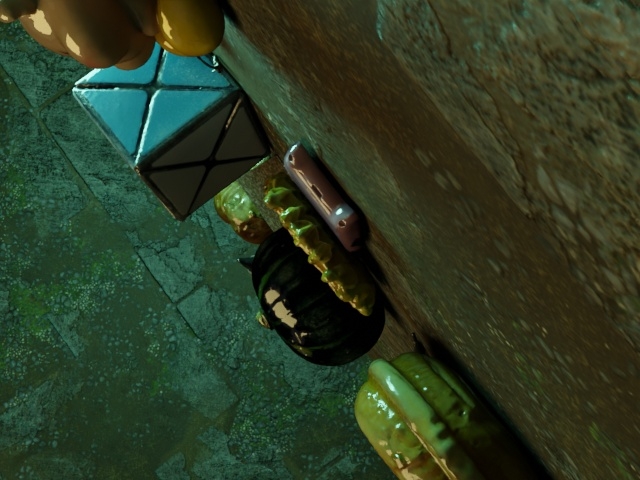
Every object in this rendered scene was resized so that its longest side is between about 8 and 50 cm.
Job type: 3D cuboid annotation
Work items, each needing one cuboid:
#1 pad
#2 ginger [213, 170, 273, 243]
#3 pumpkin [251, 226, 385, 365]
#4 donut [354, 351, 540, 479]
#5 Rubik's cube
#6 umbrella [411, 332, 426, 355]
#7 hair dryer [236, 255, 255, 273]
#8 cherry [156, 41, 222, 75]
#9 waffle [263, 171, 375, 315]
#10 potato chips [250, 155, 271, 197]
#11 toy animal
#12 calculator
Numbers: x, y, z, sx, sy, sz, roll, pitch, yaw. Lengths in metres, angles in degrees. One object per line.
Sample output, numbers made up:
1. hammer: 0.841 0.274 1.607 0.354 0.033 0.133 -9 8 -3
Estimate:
1. pad: -0.095 -0.094 1.850 0.158 0.003 0.235 54 154 -8
2. ginger: -0.146 -0.068 2.230 0.274 0.152 0.357 34 -175 -26
3. pumpkin: -0.020 0.116 1.782 0.315 0.238 0.315 57 178 2
4. donut: 0.229 0.383 1.523 0.449 0.198 0.449 53 176 5
5. Rubik's cube: -0.279 -0.234 1.674 0.260 0.259 0.255 47 174 21
6. umbrella: 0.221 0.260 1.761 0.269 0.044 0.044 72 -172 -47
7. hair dryer: -0.060 0.100 2.067 0.344 0.107 0.189 18 -161 -39
8. cherry: -0.248 -0.364 1.466 0.107 0.090 0.225 36 175 33
9. waffle: 0.001 0.000 1.569 0.309 0.065 0.283 49 -173 -37
10. potato chips: -0.060 -0.040 1.990 0.057 0.080 0.407 21 153 45
11. toy animal: -0.282 -0.318 1.119 0.278 0.246 0.345 51 175 -2
12. calculator: 0.005 -0.061 1.416 0.194 0.043 0.294 52 177 8
